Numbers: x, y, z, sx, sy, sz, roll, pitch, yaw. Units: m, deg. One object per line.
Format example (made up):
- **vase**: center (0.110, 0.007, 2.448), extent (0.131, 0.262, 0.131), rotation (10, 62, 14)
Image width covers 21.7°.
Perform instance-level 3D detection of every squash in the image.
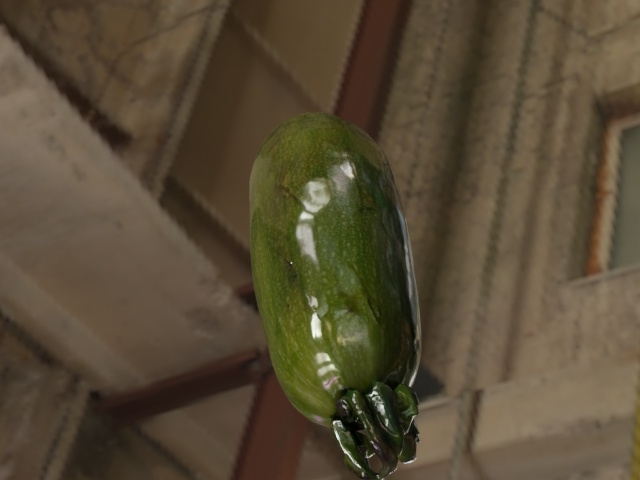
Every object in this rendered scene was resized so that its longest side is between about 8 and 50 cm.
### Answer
- **squash**: center (0.001, -0.002, 0.745), extent (0.071, 0.080, 0.318), rotation (26, -163, -16)
